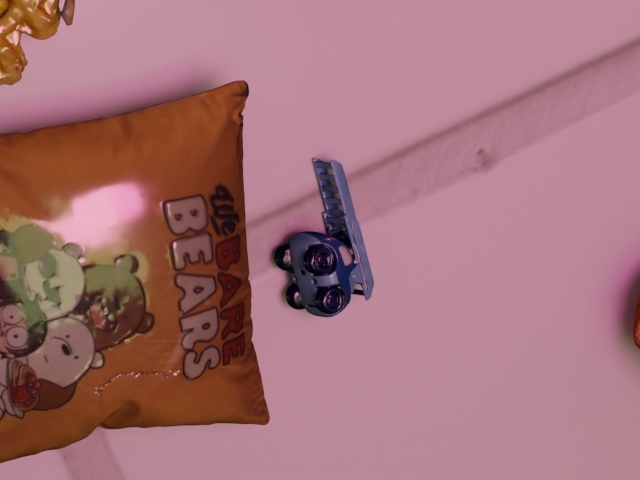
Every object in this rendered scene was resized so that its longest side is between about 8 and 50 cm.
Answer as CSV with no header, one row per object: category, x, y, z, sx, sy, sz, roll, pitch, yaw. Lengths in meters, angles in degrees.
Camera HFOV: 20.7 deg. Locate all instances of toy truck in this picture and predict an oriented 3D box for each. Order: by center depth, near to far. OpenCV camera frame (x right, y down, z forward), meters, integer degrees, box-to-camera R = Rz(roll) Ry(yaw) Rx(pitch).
toy truck,0.000,0.000,1.568,0.074,0.063,0.136,-28,113,-34

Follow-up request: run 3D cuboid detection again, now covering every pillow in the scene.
pillow,-0.196,0.038,1.464,0.312,0.119,0.310,-10,105,-18

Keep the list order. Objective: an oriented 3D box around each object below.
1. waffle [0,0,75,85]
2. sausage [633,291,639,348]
waffle,-0.316,-0.250,1.369,0.262,0.060,0.280,3,102,-20
sausage,0.421,0.102,1.714,0.268,0.153,0.141,32,92,-26
